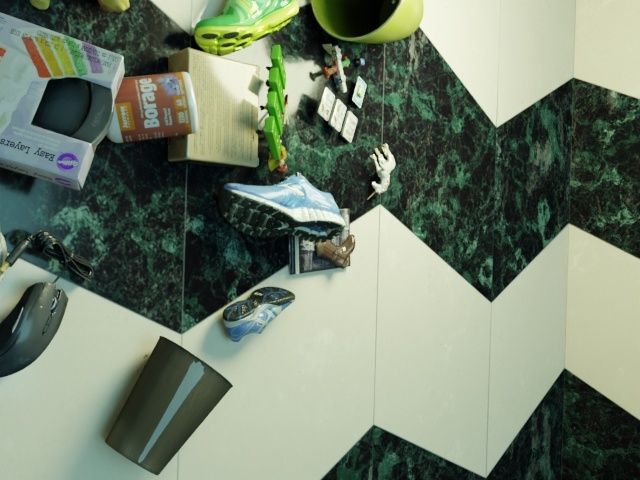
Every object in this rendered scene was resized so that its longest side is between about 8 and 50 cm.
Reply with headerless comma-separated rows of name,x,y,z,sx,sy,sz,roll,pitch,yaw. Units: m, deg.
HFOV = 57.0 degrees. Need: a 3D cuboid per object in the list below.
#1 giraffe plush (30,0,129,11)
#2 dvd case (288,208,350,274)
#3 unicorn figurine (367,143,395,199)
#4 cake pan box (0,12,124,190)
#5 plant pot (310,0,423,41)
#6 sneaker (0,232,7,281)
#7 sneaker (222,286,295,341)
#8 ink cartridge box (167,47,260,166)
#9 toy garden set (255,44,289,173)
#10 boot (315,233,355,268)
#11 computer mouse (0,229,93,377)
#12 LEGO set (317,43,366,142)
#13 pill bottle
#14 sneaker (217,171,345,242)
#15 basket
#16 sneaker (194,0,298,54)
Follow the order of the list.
giraffe plush,-0.453,-0.496,1.062,0.170,0.210,0.181,-16,107,-13
dvd case,0.000,0.000,1.596,0.221,0.018,0.164,-6,96,-44
unicorn figurine,0.183,-0.211,1.736,0.162,0.060,0.111,-44,120,-33
cake pan box,-0.489,-0.238,0.999,0.267,0.070,0.246,19,76,-12
plant pot,0.165,-0.647,1.593,0.293,0.275,0.275,-6,96,-59
sneaker,-0.577,-0.021,0.977,0.088,0.093,0.225,-7,95,-23
sneaker,-0.149,0.174,1.430,0.211,0.080,0.081,-21,123,-39
ink cartridge box,-0.236,-0.285,1.312,0.193,0.088,0.235,1,90,-45
toy garden set,-0.113,-0.298,1.401,0.204,0.049,0.244,78,13,-64
boot,0.039,0.011,1.600,0.114,0.037,0.106,30,69,-36
computer mouse,-0.509,0.113,1.036,0.262,0.060,0.184,-59,152,-26
LEGO set,0.055,-0.420,1.634,0.182,0.060,0.244,30,71,-53
pill bottle,-0.352,-0.253,1.135,0.216,0.121,0.121,-11,100,-14
sneaker,-0.098,-0.091,1.443,0.330,0.130,0.147,11,52,-33
basket,-0.318,0.347,1.214,0.204,0.154,0.227,49,63,-36
sneaker,-0.184,-0.520,1.363,0.295,0.109,0.123,-37,94,-36
